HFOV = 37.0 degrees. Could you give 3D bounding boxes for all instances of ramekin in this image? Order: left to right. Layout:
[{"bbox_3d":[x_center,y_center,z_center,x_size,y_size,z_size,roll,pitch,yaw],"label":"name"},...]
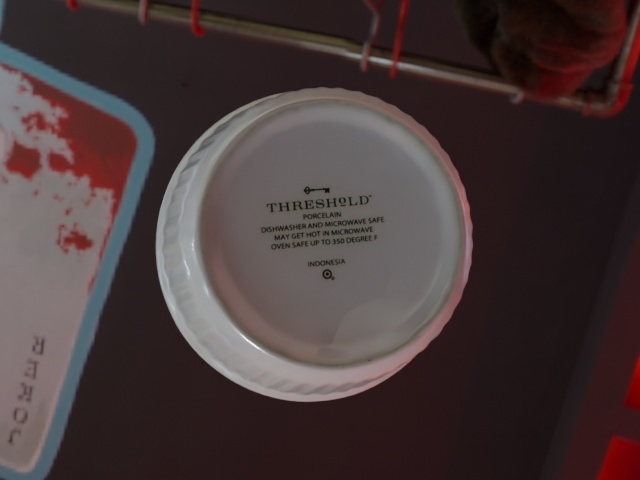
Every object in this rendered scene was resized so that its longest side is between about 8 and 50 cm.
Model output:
[{"bbox_3d":[0.000,0.000,0.787,0.273,0.273,0.127,7,174,-9],"label":"ramekin"}]
